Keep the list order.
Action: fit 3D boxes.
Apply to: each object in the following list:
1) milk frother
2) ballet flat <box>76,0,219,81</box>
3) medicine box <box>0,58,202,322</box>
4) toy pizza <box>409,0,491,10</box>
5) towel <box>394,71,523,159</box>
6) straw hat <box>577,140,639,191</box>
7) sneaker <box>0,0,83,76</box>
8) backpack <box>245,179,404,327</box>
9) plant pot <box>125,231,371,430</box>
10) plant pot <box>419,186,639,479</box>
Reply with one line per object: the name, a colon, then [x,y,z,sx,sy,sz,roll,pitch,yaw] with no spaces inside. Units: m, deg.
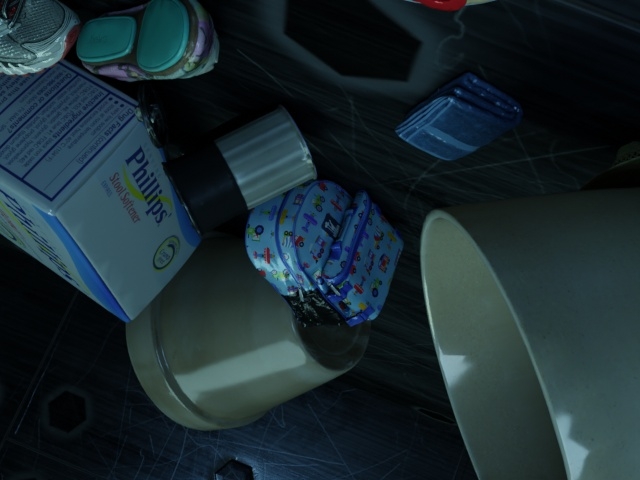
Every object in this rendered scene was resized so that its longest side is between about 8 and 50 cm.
milk frother: [-0.095,-0.101,0.784,0.129,0.134,0.143,57,170,33]
ballet flat: [-0.141,-0.174,0.717,0.079,0.077,0.221,12,179,-40]
medicine box: [-0.309,-0.081,0.913,0.289,0.149,0.263,31,158,21]
toy pizza: [0.042,-0.195,0.457,0.201,0.032,0.201,21,164,6]
towel: [0.115,-0.098,0.676,0.067,0.029,0.119,25,163,-12]
straw hat: [0.249,-0.040,0.610,0.144,0.061,0.145,1,142,1]
sneaker: [-0.333,-0.226,0.753,0.225,0.088,0.093,20,162,7]
backpack: [0.000,0.000,0.938,0.116,0.158,0.173,-4,139,40]
plant pot: [-0.088,0.122,1.236,0.280,0.323,0.323,-16,142,39]
plant pot: [0.237,0.065,0.531,0.273,0.257,0.256,-16,164,-6]
